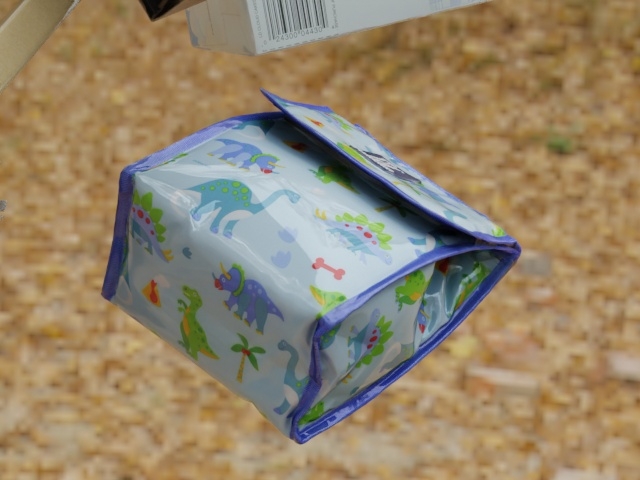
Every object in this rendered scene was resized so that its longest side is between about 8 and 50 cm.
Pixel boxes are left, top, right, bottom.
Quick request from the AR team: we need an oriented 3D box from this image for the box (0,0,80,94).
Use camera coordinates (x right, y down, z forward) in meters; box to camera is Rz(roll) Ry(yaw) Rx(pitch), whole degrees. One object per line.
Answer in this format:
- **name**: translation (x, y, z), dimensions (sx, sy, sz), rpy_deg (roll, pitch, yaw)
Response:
- **box**: translation (-0.182, -0.021, 0.795), dimensions (0.021, 0.164, 0.201), rpy_deg (45, 33, -11)

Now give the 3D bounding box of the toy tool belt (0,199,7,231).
- **toy tool belt**: translation (-0.200, -0.013, 1.088), dimensions (0.051, 0.083, 0.052), rpy_deg (8, -1, 39)

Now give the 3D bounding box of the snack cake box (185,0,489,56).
- **snack cake box**: translation (0.051, -0.202, 1.072), dimensions (0.264, 0.152, 0.089), rpy_deg (-15, 14, -23)

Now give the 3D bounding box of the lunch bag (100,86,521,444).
- **lunch bag**: translation (0.000, 0.000, 0.889), dimensions (0.129, 0.096, 0.151), rpy_deg (37, 42, 25)

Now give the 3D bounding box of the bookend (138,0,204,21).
- **bookend**: translation (-0.087, -0.154, 0.844), dimensions (0.072, 0.156, 0.157), rpy_deg (-27, -8, -31)
